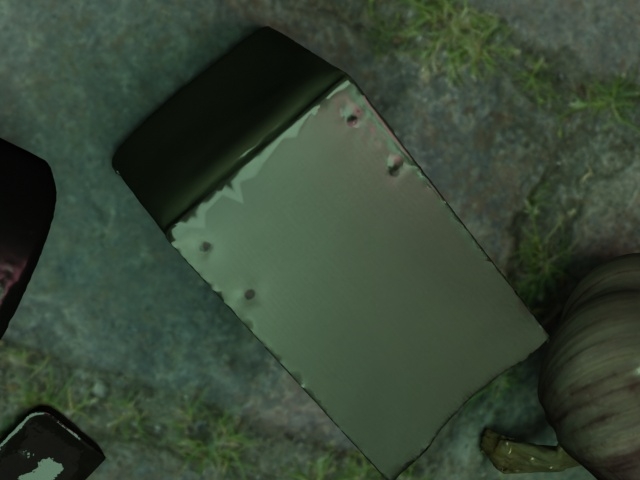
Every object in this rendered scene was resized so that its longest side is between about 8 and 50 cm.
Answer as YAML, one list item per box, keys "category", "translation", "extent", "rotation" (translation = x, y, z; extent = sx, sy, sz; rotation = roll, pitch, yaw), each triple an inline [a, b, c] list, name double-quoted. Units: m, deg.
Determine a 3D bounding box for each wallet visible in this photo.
- category: "wallet"
  translation: [-0.255, 0.208, 1.410]
  extent: [0.156, 0.018, 0.082]
  rotation: [-46, 113, 1]

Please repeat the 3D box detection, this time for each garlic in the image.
- category: "garlic"
  translation: [0.244, 0.150, 1.455]
  extent: [0.253, 0.245, 0.245]
  rotation: [-25, 114, 26]

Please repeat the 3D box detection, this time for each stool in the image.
- category: "stool"
  translation: [0.000, 0.000, 1.303]
  extent: [0.170, 0.243, 0.269]
  rotation: [-41, 112, -1]

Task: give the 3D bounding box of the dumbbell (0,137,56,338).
- category: "dumbbell"
  translation: [-0.371, -0.031, 1.211]
  extent: [0.322, 0.204, 0.203]
  rotation: [27, 96, -21]
